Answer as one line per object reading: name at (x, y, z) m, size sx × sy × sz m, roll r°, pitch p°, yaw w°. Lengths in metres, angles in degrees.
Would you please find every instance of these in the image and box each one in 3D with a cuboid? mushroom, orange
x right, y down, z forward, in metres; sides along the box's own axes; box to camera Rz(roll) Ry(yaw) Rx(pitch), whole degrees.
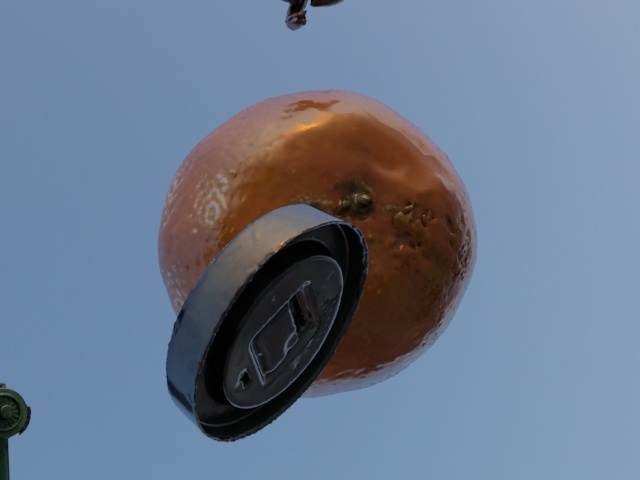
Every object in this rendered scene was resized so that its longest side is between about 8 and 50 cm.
mushroom at (-0.022, -0.358, 1.386) m, size 0.135 × 0.080 × 0.171 m, roll 8°, pitch -115°, yaw -7°
orange at (0.000, 0.000, 1.351) m, size 0.424 × 0.326 × 0.424 m, roll 3°, pitch -102°, yaw -14°

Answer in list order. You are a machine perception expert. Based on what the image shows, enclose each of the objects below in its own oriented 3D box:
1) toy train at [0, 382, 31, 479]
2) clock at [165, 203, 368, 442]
toy train at (-0.400, 0.261, 1.112) m, size 0.159 × 0.101 × 0.248 m, roll 2°, pitch -105°, yaw -39°
clock at (-0.043, 0.069, 0.867) m, size 0.215 × 0.042 × 0.215 m, roll -40°, pitch -32°, yaw -32°
